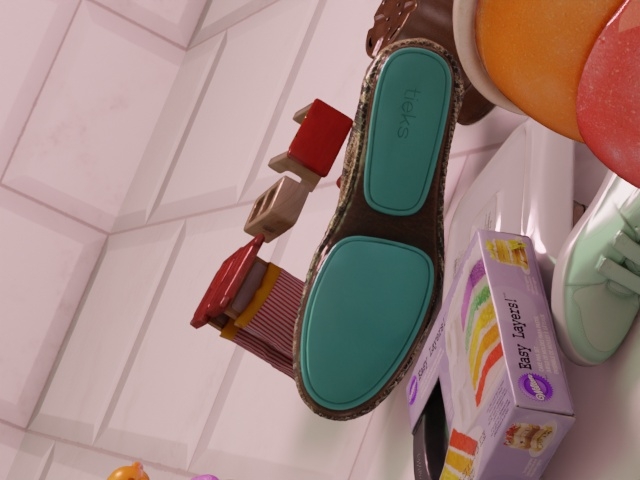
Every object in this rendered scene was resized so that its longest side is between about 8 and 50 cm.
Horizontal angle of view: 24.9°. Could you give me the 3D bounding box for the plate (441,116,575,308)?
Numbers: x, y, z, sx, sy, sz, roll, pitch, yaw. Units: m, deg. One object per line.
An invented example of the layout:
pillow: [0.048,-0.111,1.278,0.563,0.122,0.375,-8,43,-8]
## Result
plate: [0.201,-0.004,1.633,0.278,0.045,0.277,124,160,-49]

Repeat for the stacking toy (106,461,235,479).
stacking toy: [-0.118,0.337,1.698,0.166,0.302,0.175,-35,36,52]

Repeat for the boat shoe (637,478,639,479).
boat shoe: [0.224,0.317,1.186,0.324,0.123,0.116,-50,17,17]

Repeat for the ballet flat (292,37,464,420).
ballet flat: [0.080,-0.008,1.803,0.182,0.164,0.483,87,-164,-81]

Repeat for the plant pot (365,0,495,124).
plant pot: [0.160,-0.262,1.927,0.167,0.165,0.167,-50,26,35]

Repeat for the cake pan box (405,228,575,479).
cake pan box: [0.161,0.164,1.458,0.246,0.070,0.267,-92,16,-47]

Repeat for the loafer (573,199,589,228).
loafer: [0.257,0.011,1.548,0.045,0.039,0.125,-31,37,54]

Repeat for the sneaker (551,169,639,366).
sneaker: [0.312,0.008,1.354,0.151,0.094,0.256,21,90,62]

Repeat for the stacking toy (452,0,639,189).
stacking toy: [0.348,-0.101,1.126,0.350,0.350,0.480,-52,48,29]

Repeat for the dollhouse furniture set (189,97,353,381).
dollhouse furniture set: [0.000,0.000,1.966,0.374,0.201,0.152,-64,13,-22]
